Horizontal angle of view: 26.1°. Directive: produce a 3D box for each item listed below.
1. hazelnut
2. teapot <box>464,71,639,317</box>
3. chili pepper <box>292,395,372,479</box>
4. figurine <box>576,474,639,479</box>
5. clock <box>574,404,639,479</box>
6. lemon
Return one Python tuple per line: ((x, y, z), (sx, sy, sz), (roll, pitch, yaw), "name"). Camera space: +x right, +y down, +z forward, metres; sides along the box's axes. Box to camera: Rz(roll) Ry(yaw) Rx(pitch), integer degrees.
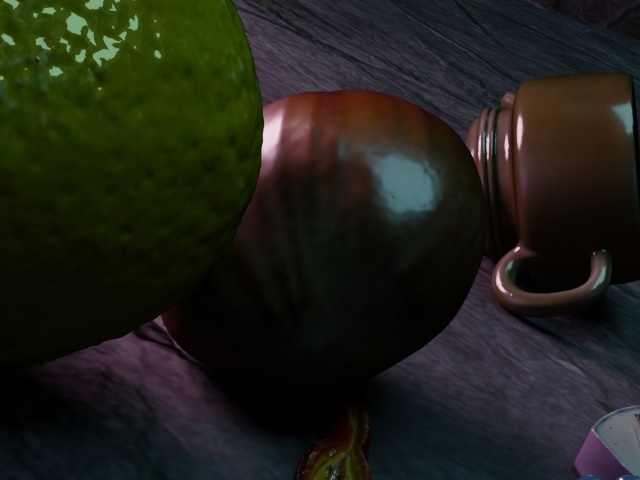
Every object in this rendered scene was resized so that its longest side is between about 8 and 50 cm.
((0.003, 0.009, 0.847), (0.210, 0.210, 0.186), (32, -7, 23), "hazelnut")
((0.190, -0.039, 1.192), (0.175, 0.186, 0.268), (-6, 45, 16), "teapot")
((0.009, 0.123, 0.750), (0.045, 0.027, 0.178), (27, 20, -2), "chili pepper")
((0.119, 0.186, 0.590), (0.234, 0.127, 0.185), (24, 21, -34), "figurine")
((0.253, 0.153, 0.892), (0.172, 0.064, 0.198), (23, 18, -4), "clock")
((-0.172, -0.061, 0.697), (0.310, 0.253, 0.253), (-5, 31, -27), "lemon")
